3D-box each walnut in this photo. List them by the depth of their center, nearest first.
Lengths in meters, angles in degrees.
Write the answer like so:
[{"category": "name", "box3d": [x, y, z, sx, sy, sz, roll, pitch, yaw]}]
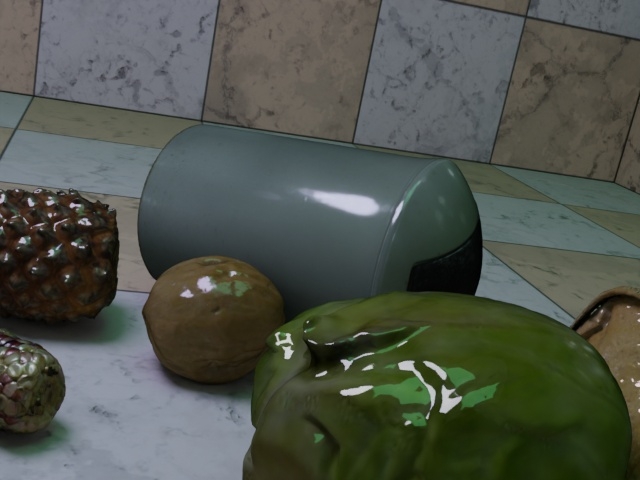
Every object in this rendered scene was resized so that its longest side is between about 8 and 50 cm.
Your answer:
[{"category": "walnut", "box3d": [-0.122, 0.090, 0.972, 0.166, 0.149, 0.166, 0, -16, 0]}]

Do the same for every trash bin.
[{"category": "trash bin", "box3d": [0.000, 0.000, 1.124, 0.432, 0.280, 0.280, 15, 16, 26]}]

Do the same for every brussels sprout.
[{"category": "brussels sprout", "box3d": [0.104, 0.164, 0.692, 0.327, 0.247, 0.328, -5, 13, 1]}]

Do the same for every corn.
[{"category": "corn", "box3d": [-0.356, 0.114, 0.823, 0.253, 0.086, 0.086, 17, 17, 26]}]

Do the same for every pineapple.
[{"category": "pineapple", "box3d": [-0.423, 0.011, 0.996, 0.361, 0.175, 0.175, 2, 18, -13]}]

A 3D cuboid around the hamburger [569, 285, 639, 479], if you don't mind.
[{"category": "hamburger", "box3d": [0.314, 0.170, 0.789, 0.146, 0.243, 0.286, 9, 1, -19]}]
